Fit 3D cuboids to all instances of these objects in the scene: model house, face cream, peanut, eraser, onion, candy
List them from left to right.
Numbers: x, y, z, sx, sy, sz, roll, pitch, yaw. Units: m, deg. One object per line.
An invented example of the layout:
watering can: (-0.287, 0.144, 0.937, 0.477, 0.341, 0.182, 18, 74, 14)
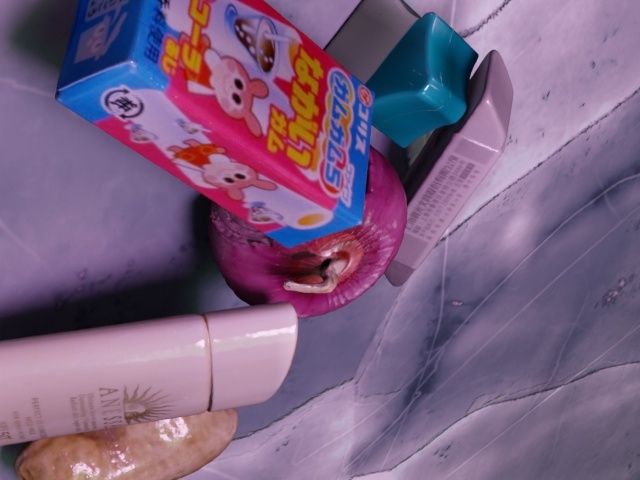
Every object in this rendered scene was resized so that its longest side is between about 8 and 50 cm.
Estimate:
face cream: (-0.199, 0.136, 1.146, 0.349, 0.081, 0.173, -7, 150, -12)
peanut: (-0.213, 0.220, 1.277, 0.253, 0.122, 0.137, -24, 136, -18)
candy: (-0.079, -0.129, 1.018, 0.100, 0.157, 0.306, -16, 145, 35)
onion: (-0.008, -0.008, 1.224, 0.207, 0.201, 0.200, -54, 144, -17)
model house: (0.089, -0.172, 1.182, 0.127, 0.149, 0.100, -51, 138, 8)
eraser: (0.136, -0.069, 1.288, 0.061, 0.089, 0.352, 21, 142, -8)
